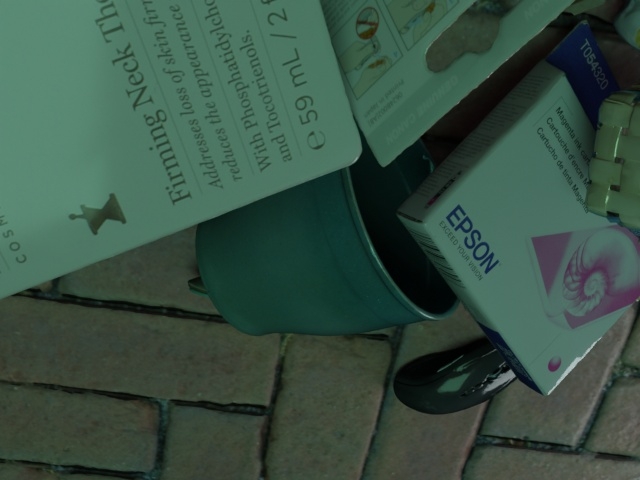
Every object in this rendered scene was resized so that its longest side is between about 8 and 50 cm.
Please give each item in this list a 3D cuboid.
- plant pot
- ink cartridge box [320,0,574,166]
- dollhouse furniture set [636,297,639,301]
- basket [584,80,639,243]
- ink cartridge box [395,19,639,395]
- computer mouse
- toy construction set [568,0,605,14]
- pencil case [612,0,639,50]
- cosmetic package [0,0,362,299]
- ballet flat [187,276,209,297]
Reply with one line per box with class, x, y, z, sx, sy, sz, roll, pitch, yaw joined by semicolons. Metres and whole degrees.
plant pot;0.000;0.000;1.159;0.255;0.272;0.272;-21;122;28
ink cartridge box;0.104;-0.304;0.856;0.091;0.385;0.308;1;149;-44
dollhouse furniture set;0.501;0.066;1.342;0.114;0.091;0.081;28;78;-42
basket;0.437;-0.084;1.043;0.289;0.254;0.201;-13;114;-39
ink cartridge box;0.292;-0.032;1.136;0.330;0.071;0.324;-45;121;-8
computer mouse;0.220;0.169;1.376;0.262;0.060;0.184;-17;122;10
toy construction set;0.285;-0.322;0.929;0.257;0.309;0.237;-27;125;25
pencil case;0.415;-0.325;1.017;0.113;0.124;0.273;12;122;-8
cosmetic package;-0.221;-0.199;0.910;0.393;0.327;0.329;-22;118;-6
ballet flat;-0.074;0.065;1.313;0.213;0.072;0.068;17;94;-12
